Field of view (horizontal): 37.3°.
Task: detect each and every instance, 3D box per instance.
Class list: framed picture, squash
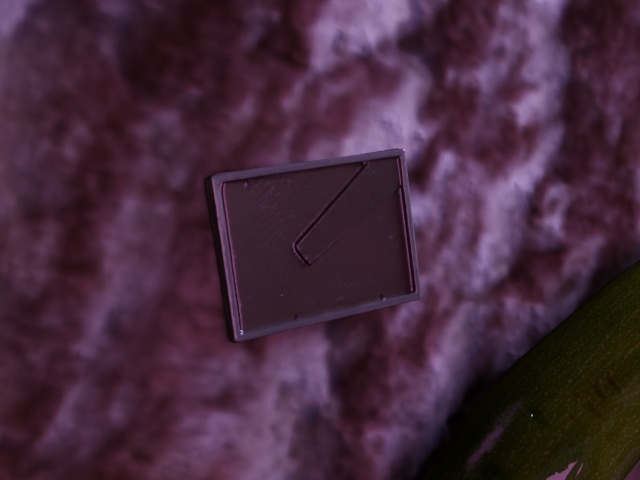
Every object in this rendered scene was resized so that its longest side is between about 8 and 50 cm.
[{"bbox_3d":[0.000,0.000,0.379,0.089,0.007,0.066,-12,97,-28],"label":"framed picture"},{"bbox_3d":[0.124,0.066,0.415,0.258,0.069,0.069,-38,109,-24],"label":"squash"}]
